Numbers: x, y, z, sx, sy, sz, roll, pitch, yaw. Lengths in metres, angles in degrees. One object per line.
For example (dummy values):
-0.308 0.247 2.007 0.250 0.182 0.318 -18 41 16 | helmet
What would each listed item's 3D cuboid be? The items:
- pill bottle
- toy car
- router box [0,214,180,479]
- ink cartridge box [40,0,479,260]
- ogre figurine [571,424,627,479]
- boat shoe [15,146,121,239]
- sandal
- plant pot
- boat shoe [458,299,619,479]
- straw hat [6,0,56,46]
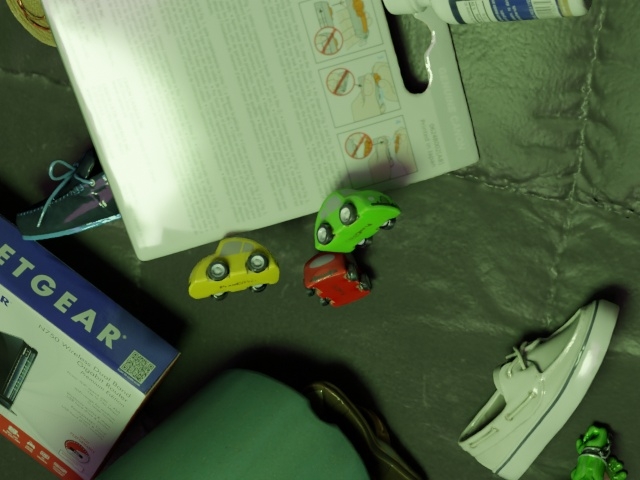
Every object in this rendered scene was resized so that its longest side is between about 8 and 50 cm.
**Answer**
0.154 -0.258 1.153 0.186 0.112 0.112 0 117 21 | pill bottle
0.000 0.000 1.312 0.225 0.239 0.053 -39 57 43 | toy car
-0.374 0.136 1.571 0.335 0.082 0.301 37 138 1 | router box
-0.058 -0.176 1.295 0.385 0.091 0.308 -16 112 2 | ink cartridge box
0.288 0.320 1.408 0.097 0.118 0.197 33 125 4 | ogre figurine
-0.243 -0.074 1.445 0.258 0.109 0.089 -20 103 13 | boat shoe
0.054 0.240 1.506 0.090 0.060 0.219 -29 117 38 | sandal
-0.133 0.346 1.432 0.341 0.334 0.341 28 144 23 | plant pot
0.233 0.156 1.363 0.088 0.096 0.267 27 132 2 | boat shoe
-0.283 -0.285 1.357 0.144 0.061 0.144 24 136 25 | straw hat
